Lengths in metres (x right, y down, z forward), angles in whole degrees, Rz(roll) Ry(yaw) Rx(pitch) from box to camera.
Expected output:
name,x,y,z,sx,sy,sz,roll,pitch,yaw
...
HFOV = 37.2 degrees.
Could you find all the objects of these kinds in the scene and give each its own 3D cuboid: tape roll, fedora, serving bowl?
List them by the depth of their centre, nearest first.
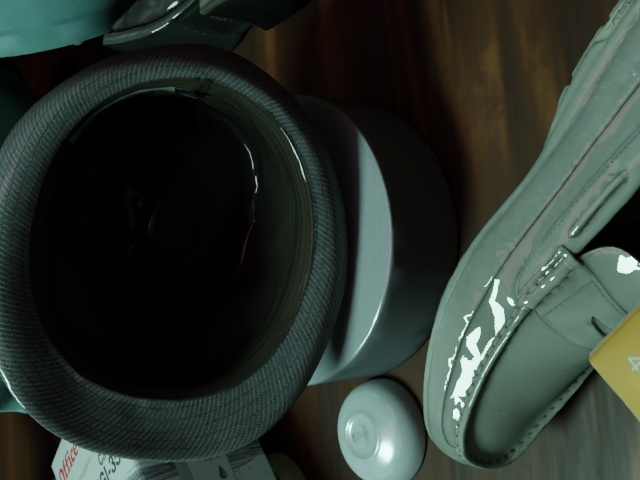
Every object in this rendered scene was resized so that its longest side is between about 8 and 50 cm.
name,x,y,z,sx,sy,sz,roll,pitch,yaw
fedora,-0.109,0.004,0.672,0.124,0.244,0.275,-162,75,-77
serving bowl,0.040,0.147,0.724,0.083,0.027,0.083,1,91,49
tape roll,0.000,0.000,0.735,0.219,0.072,0.219,0,90,49

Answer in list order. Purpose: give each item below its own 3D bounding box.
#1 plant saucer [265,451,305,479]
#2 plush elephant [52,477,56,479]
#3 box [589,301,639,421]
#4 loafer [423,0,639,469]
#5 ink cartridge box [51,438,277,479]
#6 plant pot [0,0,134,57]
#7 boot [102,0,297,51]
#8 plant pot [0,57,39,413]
name,x,y,z,sx,sy,sz,roll,pitch,yaw
plant saucer,-0.040,0.226,0.822,0.083,0.015,0.083,1,91,48
plush elephant,-0.333,0.425,1.004,0.330,0.272,0.255,-87,-11,-46
box,0.306,0.008,0.326,0.345,0.168,0.215,-56,52,32
loafer,0.157,0.010,0.533,0.111,0.112,0.319,48,124,46
ink cartridge box,-0.121,0.255,0.817,0.283,0.117,0.207,61,141,28
plant pot,-0.288,-0.295,0.927,0.293,0.293,0.196,20,130,46
boot,-0.101,-0.290,0.850,0.263,0.091,0.229,-10,77,43
plant pot,-0.358,-0.017,0.965,0.334,0.341,0.341,33,114,34
